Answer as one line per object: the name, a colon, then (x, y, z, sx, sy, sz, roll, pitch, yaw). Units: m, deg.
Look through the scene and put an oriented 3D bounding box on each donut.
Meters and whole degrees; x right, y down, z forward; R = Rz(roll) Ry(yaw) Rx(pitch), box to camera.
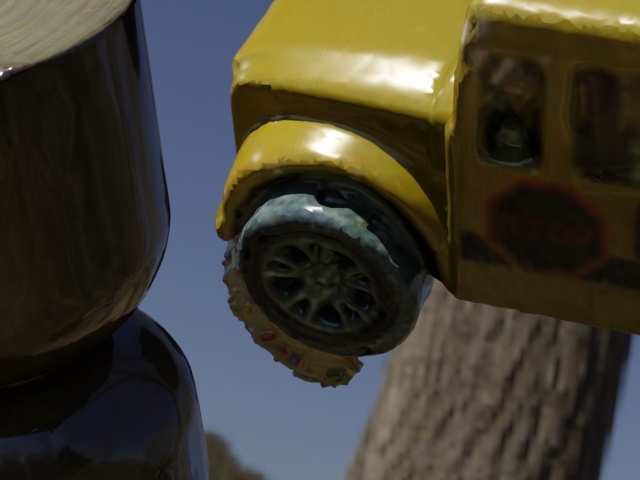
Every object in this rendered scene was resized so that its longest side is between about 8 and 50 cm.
donut: (-0.005, 0.001, 1.275, 0.108, 0.166, 0.065, 21, -20, -6)

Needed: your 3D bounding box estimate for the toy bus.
toy bus: (0.139, -0.026, 0.489, 0.335, 0.121, 0.123, 12, -44, 19)

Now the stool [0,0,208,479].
stool: (-0.153, 0.011, 0.909, 0.179, 0.264, 0.179, -5, 29, 3)
